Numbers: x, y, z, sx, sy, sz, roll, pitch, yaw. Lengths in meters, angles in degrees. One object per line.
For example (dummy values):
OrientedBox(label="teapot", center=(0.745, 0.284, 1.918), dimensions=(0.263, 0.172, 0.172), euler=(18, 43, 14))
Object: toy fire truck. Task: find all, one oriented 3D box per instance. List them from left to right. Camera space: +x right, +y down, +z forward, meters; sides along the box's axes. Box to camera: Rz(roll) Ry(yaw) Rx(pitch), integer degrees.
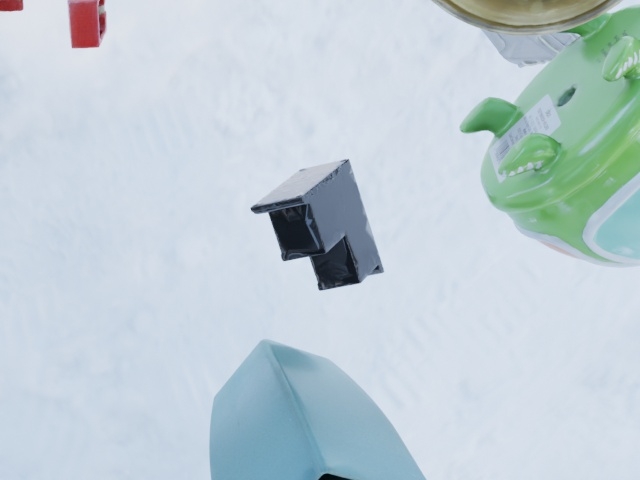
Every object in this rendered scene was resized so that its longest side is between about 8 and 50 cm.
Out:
OrientedBox(label="toy fire truck", center=(-0.266, -0.238, 1.193), dimensions=(0.135, 0.047, 0.192), euler=(-4, 37, -8))

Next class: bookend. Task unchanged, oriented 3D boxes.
OrientedBox(label="bookend", center=(0.000, 0.000, 1.596), dimensions=(0.072, 0.156, 0.157), euler=(-11, 106, 26))

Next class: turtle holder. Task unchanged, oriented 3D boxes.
OrientedBox(label="turtle holder", center=(0.322, -0.120, 1.328), dimensions=(0.227, 0.243, 0.320), euler=(39, 80, -18))

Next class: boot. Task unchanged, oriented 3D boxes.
OrientedBox(label="boot", center=(0.334, -0.285, 1.854), dimensions=(0.258, 0.123, 0.095), euler=(37, 38, -17))

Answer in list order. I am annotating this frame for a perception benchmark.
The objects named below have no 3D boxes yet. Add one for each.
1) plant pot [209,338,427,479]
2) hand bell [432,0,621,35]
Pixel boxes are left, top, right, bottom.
OrientedBox(label="plant pot", center=(-0.018, 0.231, 1.415), dimensions=(0.165, 0.165, 0.234), euler=(22, 28, -36))
OrientedBox(label="hand bell", center=(0.119, -0.147, 0.675), dimensions=(0.126, 0.242, 0.126), euler=(0, 88, 14))
